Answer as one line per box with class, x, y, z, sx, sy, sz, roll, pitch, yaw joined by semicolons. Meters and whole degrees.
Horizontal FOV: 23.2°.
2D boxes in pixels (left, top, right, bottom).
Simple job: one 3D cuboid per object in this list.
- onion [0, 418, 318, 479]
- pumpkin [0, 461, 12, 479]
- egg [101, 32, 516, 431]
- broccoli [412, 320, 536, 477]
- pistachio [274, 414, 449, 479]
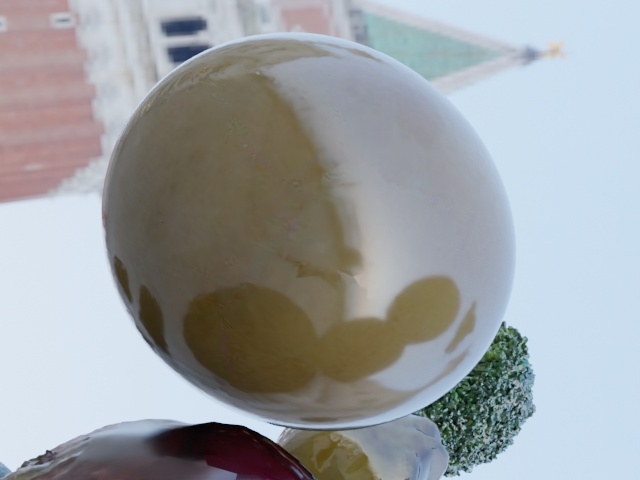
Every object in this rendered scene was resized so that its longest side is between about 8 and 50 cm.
onion;-0.097;0.310;1.052;0.385;0.348;0.348;52;-32;-12
pumpkin;-0.484;0.318;1.982;0.183;0.119;0.108;-32;-90;19
egg;0.000;0.000;1.224;0.301;0.374;0.301;-20;-124;34
broccoli;0.161;0.171;1.898;0.219;0.194;0.194;-45;-123;22
pistachio;0.010;0.272;1.630;0.163;0.212;0.260;-111;-147;-43
